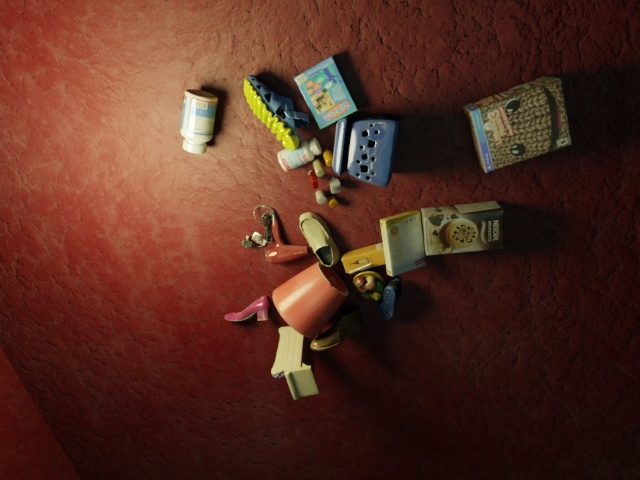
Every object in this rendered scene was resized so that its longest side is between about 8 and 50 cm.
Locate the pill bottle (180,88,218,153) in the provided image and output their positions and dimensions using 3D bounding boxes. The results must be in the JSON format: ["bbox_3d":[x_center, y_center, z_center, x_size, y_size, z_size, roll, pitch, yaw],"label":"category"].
[{"bbox_3d":[-0.473,-0.456,1.616,0.124,0.124,0.221,18,116,-1],"label":"pill bottle"}]

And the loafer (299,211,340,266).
[{"bbox_3d":[0.000,0.000,1.781,0.102,0.092,0.268,-29,108,19],"label":"loafer"}]

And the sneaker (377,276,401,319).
[{"bbox_3d":[0.318,0.261,1.869,0.081,0.090,0.232,31,142,22],"label":"sneaker"}]

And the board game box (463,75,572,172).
[{"bbox_3d":[0.687,-0.408,1.473,0.291,0.141,0.232,-18,111,15],"label":"board game box"}]

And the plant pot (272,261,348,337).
[{"bbox_3d":[-0.028,0.242,1.819,0.243,0.275,0.275,-43,103,13],"label":"plant pot"}]

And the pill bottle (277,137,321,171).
[{"bbox_3d":[-0.080,-0.338,1.637,0.160,0.087,0.087,-22,110,17],"label":"pill bottle"}]

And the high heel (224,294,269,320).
[{"bbox_3d":[-0.356,0.326,2.006,0.244,0.082,0.117,-7,82,25],"label":"high heel"}]

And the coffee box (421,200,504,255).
[{"bbox_3d":[0.562,-0.050,1.668,0.297,0.119,0.168,-6,113,11],"label":"coffee box"}]

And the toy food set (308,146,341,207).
[{"bbox_3d":[0.016,-0.248,1.681,0.111,0.104,0.232,-13,131,-1],"label":"toy food set"}]

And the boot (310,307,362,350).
[{"bbox_3d":[0.069,0.394,1.872,0.112,0.305,0.115,12,114,43],"label":"boot"}]

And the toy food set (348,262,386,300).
[{"bbox_3d":[0.209,0.201,1.816,0.128,0.071,0.218,-18,135,18],"label":"toy food set"}]

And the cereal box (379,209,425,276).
[{"bbox_3d":[0.338,0.010,1.709,0.173,0.047,0.240,-16,108,-22],"label":"cereal box"}]

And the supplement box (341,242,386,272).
[{"bbox_3d":[0.213,0.069,1.795,0.233,0.080,0.078,-15,111,12],"label":"supplement box"}]

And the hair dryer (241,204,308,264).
[{"bbox_3d":[-0.188,0.001,1.814,0.293,0.080,0.223,27,115,-6],"label":"hair dryer"}]

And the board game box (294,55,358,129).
[{"bbox_3d":[0.022,-0.545,1.550,0.160,0.047,0.210,-23,109,16],"label":"board game box"}]

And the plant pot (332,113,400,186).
[{"bbox_3d":[0.166,-0.342,1.527,0.212,0.236,0.236,10,112,9],"label":"plant pot"}]

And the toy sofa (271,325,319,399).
[{"bbox_3d":[-0.101,0.531,1.894,0.177,0.362,0.150,-13,113,6],"label":"toy sofa"}]

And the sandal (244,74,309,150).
[{"bbox_3d":[-0.161,-0.494,1.575,0.138,0.126,0.317,-43,98,-14],"label":"sandal"}]
